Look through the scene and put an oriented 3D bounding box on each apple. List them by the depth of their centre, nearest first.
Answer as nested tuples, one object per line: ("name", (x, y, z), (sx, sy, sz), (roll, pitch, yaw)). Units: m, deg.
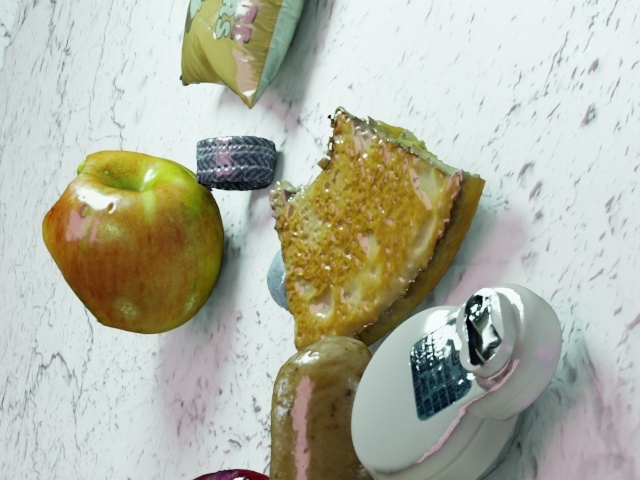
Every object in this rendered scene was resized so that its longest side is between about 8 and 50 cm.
("apple", (-0.252, 0.009, 1.897), (0.246, 0.246, 0.226), (-123, 33, -55))

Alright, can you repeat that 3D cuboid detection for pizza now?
("pizza", (0.051, -0.016, 1.480), (0.323, 0.089, 0.223), (-50, 55, 38))

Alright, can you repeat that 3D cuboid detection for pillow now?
("pillow", (-0.095, -0.342, 1.908), (0.312, 0.119, 0.310), (28, 98, 64))

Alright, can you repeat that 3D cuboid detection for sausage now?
("sausage", (-0.005, 0.341, 1.379), (0.123, 0.136, 0.501), (150, 129, -72))

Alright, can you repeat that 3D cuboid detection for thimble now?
("thimble", (-0.107, -0.100, 1.844), (0.104, 0.095, 0.066), (-2, 83, 25))

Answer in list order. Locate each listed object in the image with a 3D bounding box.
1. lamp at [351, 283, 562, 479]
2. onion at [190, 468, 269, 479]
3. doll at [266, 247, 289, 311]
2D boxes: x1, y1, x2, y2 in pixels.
("lamp", (0.128, 0.137, 1.260), (0.246, 0.108, 0.179), (-43, 37, 34))
("onion", (-0.109, 0.361, 1.537), (0.248, 0.161, 0.248), (-21, 62, 45))
("doll", (0.004, 0.003, 1.620), (0.180, 0.075, 0.120), (-57, -13, -7))
